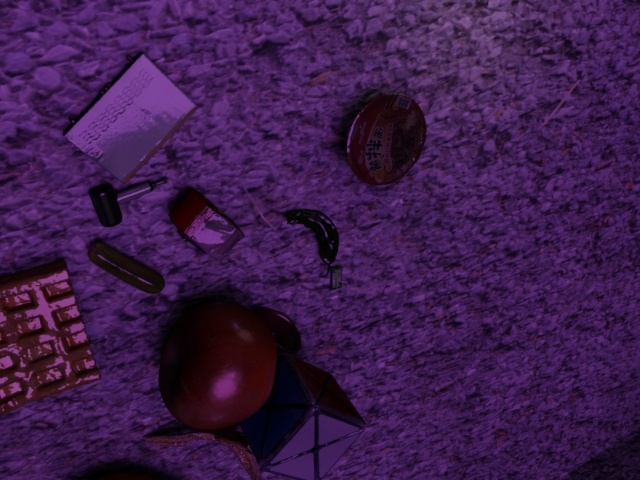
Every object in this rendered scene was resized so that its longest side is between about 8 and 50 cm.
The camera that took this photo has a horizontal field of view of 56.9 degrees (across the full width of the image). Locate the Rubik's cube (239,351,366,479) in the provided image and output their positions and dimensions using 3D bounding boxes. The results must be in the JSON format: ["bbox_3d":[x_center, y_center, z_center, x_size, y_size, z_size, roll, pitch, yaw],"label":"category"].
[{"bbox_3d":[-0.065,0.529,1.759,0.260,0.259,0.254,-48,128,8],"label":"Rubik's cube"}]

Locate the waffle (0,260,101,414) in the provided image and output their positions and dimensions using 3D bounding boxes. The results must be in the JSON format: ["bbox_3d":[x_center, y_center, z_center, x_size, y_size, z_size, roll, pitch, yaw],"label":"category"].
[{"bbox_3d":[-0.741,0.251,1.479,0.304,0.077,0.349,-17,107,-17],"label":"waffle"}]

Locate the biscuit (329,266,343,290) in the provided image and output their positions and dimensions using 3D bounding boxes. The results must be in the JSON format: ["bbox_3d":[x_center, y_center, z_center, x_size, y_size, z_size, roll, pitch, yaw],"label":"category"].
[{"bbox_3d":[0.051,0.122,1.916,0.046,0.016,0.089,-10,119,-22],"label":"biscuit"}]

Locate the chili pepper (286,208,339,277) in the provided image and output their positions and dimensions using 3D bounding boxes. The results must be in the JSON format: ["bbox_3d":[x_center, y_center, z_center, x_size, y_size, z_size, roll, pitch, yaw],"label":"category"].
[{"bbox_3d":[0.001,0.000,1.799,0.122,0.065,0.279,-31,124,0],"label":"chili pepper"}]

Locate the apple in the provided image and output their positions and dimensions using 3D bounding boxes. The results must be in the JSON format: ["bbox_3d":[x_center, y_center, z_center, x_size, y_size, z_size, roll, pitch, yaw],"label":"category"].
[{"bbox_3d":[-0.285,0.347,1.654,0.276,0.348,0.349,10,109,-37],"label":"apple"}]

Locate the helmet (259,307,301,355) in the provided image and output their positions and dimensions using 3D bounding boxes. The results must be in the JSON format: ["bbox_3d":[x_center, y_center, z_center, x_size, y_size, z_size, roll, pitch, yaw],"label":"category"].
[{"bbox_3d":[-0.155,0.301,1.833,0.106,0.155,0.175,-40,122,21],"label":"helmet"}]

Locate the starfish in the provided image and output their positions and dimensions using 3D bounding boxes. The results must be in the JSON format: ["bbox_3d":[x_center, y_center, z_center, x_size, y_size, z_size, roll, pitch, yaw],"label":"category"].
[{"bbox_3d":[-0.292,0.673,1.898,0.398,0.383,0.132,47,47,-41],"label":"starfish"}]

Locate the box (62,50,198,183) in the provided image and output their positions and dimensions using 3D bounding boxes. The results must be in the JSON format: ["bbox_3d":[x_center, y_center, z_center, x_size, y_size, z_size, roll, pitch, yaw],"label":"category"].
[{"bbox_3d":[-0.454,-0.293,1.414,0.270,0.045,0.211,-47,127,1],"label":"box"}]

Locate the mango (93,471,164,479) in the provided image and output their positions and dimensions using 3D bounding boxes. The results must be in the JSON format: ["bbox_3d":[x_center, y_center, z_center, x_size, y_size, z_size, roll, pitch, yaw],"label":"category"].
[{"bbox_3d":[-0.578,0.870,1.843,0.445,0.232,0.300,19,100,-42],"label":"mango"}]

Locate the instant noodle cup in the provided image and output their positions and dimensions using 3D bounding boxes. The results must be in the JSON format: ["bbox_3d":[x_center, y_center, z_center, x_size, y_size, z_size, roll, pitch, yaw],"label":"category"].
[{"bbox_3d":[0.173,-0.303,1.715,0.273,0.091,0.274,-13,120,-23],"label":"instant noodle cup"}]

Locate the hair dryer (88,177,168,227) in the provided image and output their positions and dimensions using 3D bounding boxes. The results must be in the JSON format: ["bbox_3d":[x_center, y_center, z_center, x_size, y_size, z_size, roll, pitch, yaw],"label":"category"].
[{"bbox_3d":[-0.475,-0.113,1.497,0.197,0.057,0.101,-25,126,-21],"label":"hair dryer"}]

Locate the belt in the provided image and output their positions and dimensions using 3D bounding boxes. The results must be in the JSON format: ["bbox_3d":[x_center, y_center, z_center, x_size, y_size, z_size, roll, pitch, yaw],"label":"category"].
[{"bbox_3d":[-0.308,-0.034,1.574,0.124,0.128,0.201,-46,123,1],"label":"belt"}]

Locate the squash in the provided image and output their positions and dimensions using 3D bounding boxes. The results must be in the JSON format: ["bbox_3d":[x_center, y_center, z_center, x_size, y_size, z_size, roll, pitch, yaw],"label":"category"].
[{"bbox_3d":[-0.511,0.078,1.565,0.066,0.066,0.229,-50,126,3],"label":"squash"}]
